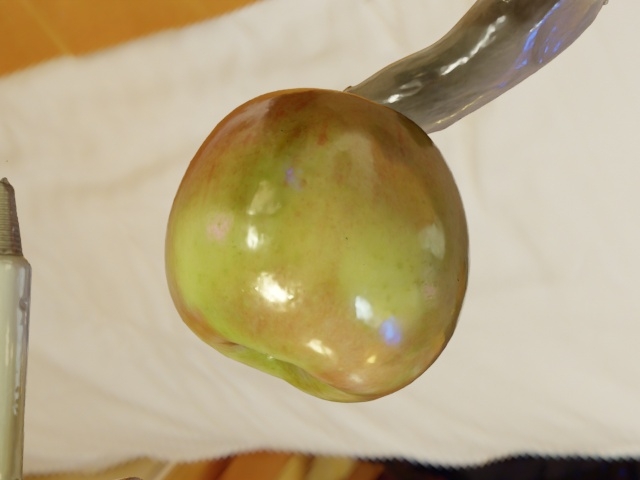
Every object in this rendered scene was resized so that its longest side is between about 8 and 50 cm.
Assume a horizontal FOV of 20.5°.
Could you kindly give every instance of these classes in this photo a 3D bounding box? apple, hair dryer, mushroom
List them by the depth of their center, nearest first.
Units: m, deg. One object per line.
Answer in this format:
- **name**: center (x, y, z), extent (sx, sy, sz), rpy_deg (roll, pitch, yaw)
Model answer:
- **hair dryer**: center (-0.152, 0.063, 0.748), extent (0.154, 0.044, 0.183), rpy_deg (-15, 76, 18)
- **apple**: center (0.000, 0.000, 1.774), extent (0.319, 0.277, 0.319), rpy_deg (20, 166, 5)
- **mushroom**: center (0.171, -0.207, 1.981), extent (0.351, 0.097, 0.109), rpy_deg (-34, 83, 14)
